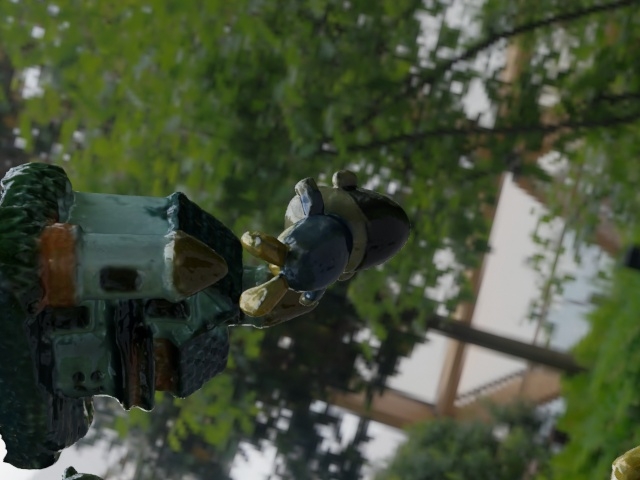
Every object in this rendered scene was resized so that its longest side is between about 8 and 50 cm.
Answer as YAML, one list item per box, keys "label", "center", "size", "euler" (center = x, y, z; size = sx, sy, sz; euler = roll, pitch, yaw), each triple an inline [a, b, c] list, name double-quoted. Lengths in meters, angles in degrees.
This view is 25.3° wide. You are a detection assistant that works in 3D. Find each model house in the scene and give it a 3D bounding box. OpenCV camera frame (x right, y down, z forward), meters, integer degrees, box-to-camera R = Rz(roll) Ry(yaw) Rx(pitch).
- label: "model house"
  center: [-0.144, 0.063, 1.247]
  size: [0.184, 0.291, 0.253]
  euler: [-101, 10, -54]

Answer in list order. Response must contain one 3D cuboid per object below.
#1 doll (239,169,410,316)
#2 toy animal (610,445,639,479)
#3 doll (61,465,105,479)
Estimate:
- label: "doll"
  center: [0.000, 0.000, 1.080]
  size: [0.179, 0.089, 0.102]
  euler: [-16, -65, -46]
- label: "toy animal"
  center: [0.189, 0.163, 0.651]
  size: [0.083, 0.070, 0.159]
  euler: [-10, -106, -50]
- label: "doll"
  center: [-0.188, 0.275, 1.287]
  size: [0.077, 0.150, 0.115]
  euler: [-48, 16, -4]
